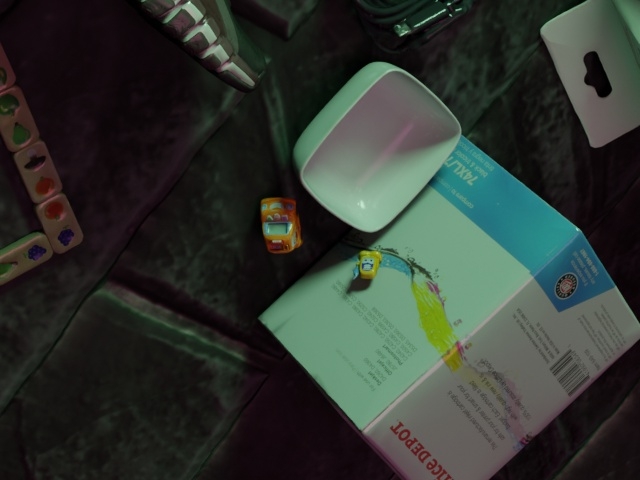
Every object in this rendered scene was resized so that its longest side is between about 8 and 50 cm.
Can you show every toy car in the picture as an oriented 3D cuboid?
[{"bbox_3d":[0.000,0.000,1.504,0.122,0.040,0.060,12,132,-1],"label":"toy car"}]

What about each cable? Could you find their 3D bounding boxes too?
[{"bbox_3d":[0.099,-0.257,1.432,0.184,0.047,0.150,-36,131,-5],"label":"cable"}]

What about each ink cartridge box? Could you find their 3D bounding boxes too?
[{"bbox_3d":[0.412,-0.190,1.580,0.353,0.119,0.207,-27,136,8],"label":"ink cartridge box"},{"bbox_3d":[0.125,0.083,1.583,0.270,0.197,0.198,-43,137,-3],"label":"ink cartridge box"}]

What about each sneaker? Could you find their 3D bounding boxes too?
[{"bbox_3d":[-0.091,-0.241,1.256,0.162,0.106,0.281,-48,136,-1],"label":"sneaker"}]

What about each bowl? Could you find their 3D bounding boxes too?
[{"bbox_3d":[0.044,-0.089,1.502,0.142,0.053,0.142,-49,136,3],"label":"bowl"}]

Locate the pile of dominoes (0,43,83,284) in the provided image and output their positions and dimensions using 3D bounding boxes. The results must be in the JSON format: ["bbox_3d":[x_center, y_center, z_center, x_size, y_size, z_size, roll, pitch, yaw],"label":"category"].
[{"bbox_3d":[-0.302,-0.036,1.296,0.196,0.040,0.251,-31,134,-15],"label":"pile of dominoes"}]
